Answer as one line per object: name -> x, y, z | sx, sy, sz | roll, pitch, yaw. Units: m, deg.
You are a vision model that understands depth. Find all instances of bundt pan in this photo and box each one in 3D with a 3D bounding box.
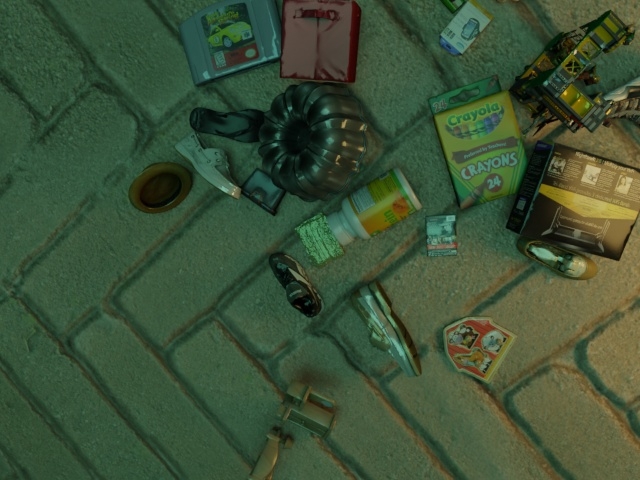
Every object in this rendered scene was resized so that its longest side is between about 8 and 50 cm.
bundt pan -> -0.043, -0.268, 1.377 | 0.330, 0.124, 0.331 | -1, 88, 38

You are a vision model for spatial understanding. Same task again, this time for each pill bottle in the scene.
pill bottle -> 0.145, -0.087, 1.445 | 0.245, 0.136, 0.136 | -31, 94, 13

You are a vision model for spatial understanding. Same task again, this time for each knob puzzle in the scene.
knob puzzle -> 0.449, 0.308, 1.519 | 0.213, 0.030, 0.213 | 2, 100, 9

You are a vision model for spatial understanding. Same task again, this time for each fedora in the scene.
fedora -> -0.484, -0.170, 1.545 | 0.194, 0.194, 0.079 | -44, 54, 13

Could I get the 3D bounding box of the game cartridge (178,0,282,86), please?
game cartridge -> -0.251, -0.575, 1.471 | 0.294, 0.060, 0.196 | -14, 93, 11

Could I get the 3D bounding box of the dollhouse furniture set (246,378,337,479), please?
dollhouse furniture set -> -0.097, 0.638, 1.492 | 0.173, 0.356, 0.303 | 24, 141, 5

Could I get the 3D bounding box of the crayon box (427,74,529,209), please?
crayon box -> 0.429, -0.265, 1.398 | 0.202, 0.081, 0.319 | -18, 96, 12

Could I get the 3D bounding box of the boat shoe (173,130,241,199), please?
boat shoe -> -0.310, -0.226, 1.487 | 0.277, 0.098, 0.096 | 42, 92, 22

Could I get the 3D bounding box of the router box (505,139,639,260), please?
router box -> 0.670, -0.101, 1.343 | 0.308, 0.081, 0.243 | 14, 102, -12

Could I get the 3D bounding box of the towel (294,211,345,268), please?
towel -> 0.000, 0.000, 1.540 | 0.110, 0.027, 0.148 | -29, 93, 12

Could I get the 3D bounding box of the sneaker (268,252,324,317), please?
sneaker -> -0.075, 0.135, 1.534 | 0.078, 0.106, 0.234 | -37, 92, 12

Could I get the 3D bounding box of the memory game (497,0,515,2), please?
memory game -> 0.482, -0.706, 1.321 | 0.186, 0.012, 0.186 | -2, 112, -6

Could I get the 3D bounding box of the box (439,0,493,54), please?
box -> 0.383, -0.564, 1.382 | 0.081, 0.028, 0.136 | 41, 106, 0

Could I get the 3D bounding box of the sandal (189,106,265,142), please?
sandal -> -0.263, -0.336, 1.510 | 0.254, 0.054, 0.097 | 4, 100, 9

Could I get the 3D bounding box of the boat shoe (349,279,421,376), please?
boat shoe -> 0.191, 0.270, 1.519 | 0.103, 0.113, 0.302 | -29, 83, 14

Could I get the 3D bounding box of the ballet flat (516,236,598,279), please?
ballet flat -> 0.652, 0.056, 1.420 | 0.232, 0.073, 0.080 | 21, 103, 5

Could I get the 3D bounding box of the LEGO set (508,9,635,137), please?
LEGO set -> 0.618, -0.373, 1.237 | 0.192, 0.331, 0.255 | 40, 90, -7

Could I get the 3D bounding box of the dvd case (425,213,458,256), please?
dvd case -> 0.348, -0.013, 1.488 | 0.087, 0.013, 0.120 | -4, 100, 10

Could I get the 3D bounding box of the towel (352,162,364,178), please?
towel -> 0.080, -0.224, 1.497 | 0.060, 0.009, 0.083 | -43, 91, 12

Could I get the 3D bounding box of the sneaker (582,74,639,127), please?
sneaker -> 0.789, -0.323, 1.317 | 0.268, 0.101, 0.153 | -28, 92, 10

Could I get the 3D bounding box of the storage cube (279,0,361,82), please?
storage cube -> 0.004, -0.519, 1.361 | 0.183, 0.215, 0.193 | 6, 107, 7

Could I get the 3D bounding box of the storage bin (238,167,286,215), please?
storage bin -> -0.166, -0.147, 1.513 | 0.135, 0.098, 0.091 | 34, 93, 2

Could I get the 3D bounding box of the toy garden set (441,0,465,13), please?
toy garden set -> 0.372, -0.757, 1.338 | 0.244, 0.049, 0.204 | -42, 91, 13
